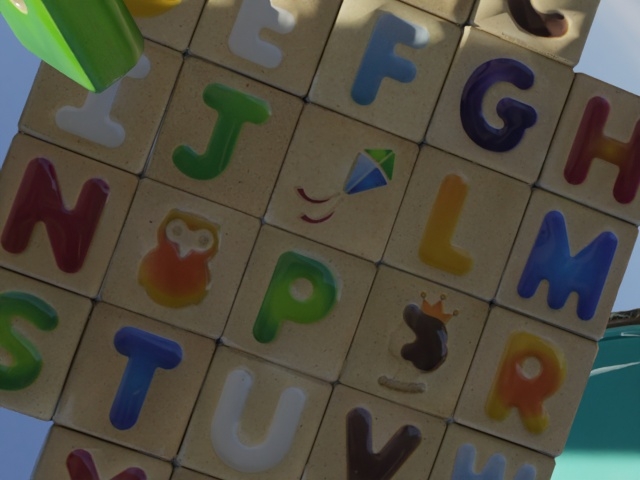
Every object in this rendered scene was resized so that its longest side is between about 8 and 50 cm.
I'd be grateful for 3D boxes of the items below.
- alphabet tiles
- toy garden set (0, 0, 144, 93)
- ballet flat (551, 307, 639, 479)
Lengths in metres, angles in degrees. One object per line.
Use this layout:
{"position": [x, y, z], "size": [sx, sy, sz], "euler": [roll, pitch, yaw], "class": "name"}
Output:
{"position": [0.000, 0.000, 0.722], "size": [0.285, 0.343, 0.011], "euler": [20, 178, -12], "class": "alphabet tiles"}
{"position": [-0.144, -0.165, 0.436], "size": [0.244, 0.049, 0.204], "euler": [33, 158, 46], "class": "toy garden set"}
{"position": [0.103, 0.200, 1.107], "size": [0.182, 0.483, 0.164], "euler": [12, -136, -60], "class": "ballet flat"}
